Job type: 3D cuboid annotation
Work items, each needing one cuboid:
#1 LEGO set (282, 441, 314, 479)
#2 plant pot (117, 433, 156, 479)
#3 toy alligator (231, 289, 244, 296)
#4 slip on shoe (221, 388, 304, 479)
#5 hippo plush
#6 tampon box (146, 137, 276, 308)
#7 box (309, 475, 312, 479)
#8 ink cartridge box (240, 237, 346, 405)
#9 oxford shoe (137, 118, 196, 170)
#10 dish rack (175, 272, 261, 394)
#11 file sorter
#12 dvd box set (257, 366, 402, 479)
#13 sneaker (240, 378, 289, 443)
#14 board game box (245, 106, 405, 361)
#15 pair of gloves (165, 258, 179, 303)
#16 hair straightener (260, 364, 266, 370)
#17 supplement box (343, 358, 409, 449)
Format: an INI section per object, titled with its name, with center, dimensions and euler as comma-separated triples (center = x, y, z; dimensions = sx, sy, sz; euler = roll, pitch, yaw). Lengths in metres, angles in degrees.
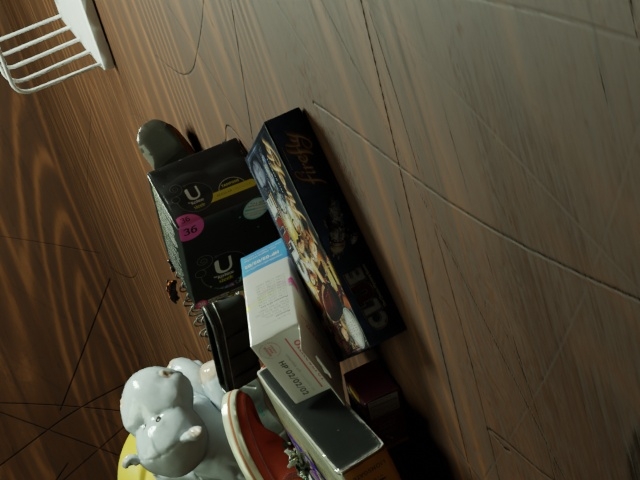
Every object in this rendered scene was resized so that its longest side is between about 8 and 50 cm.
[LEGO set]
center = -0.021, 0.241, 1.672
dimensions = 0.083, 0.023, 0.054
euler = -97, -18, -79
[plant pot]
center = -0.191, 0.422, 2.661
dimensions = 0.239, 0.254, 0.254
euler = 12, 126, 57
[toy alligator]
center = -0.108, 0.050, 2.069
dimensions = 0.051, 0.056, 0.189
euler = 25, 172, -13
[slip on shoe]
center = -0.025, 0.337, 2.070
dimensions = 0.331, 0.101, 0.123
euler = 55, -174, 12
[hippo plush]
center = -0.233, 0.318, 2.418
dimensions = 0.236, 0.234, 0.294
euler = 11, -125, -58
[tampon box]
center = -0.126, -0.020, 1.848
dimensions = 0.101, 0.120, 0.161
euler = 57, 165, 35
[box]
center = 0.068, 0.412, 1.967
dimensions = 0.324, 0.067, 0.063
euler = 63, 167, 11
[ink cartridge box]
center = -0.030, 0.097, 1.637
dimensions = 0.104, 0.061, 0.181
euler = 54, -164, -37
[oxford shoe]
center = -0.171, -0.072, 2.098
dimensions = 0.212, 0.076, 0.076
euler = 63, -164, 8
[dish rack]
center = -0.171, 0.078, 2.305
dimensions = 0.208, 0.074, 0.271
euler = 85, 158, -51
[file sorter]
center = -0.480, -0.381, 2.500
dimensions = 0.278, 0.173, 0.193
euler = 46, 157, 55
[dvd box set]
center = 0.079, 0.350, 1.704
dimensions = 0.420, 0.062, 0.307
euler = 64, 171, -20
[sneaker]
center = -0.087, 0.278, 2.395
dimensions = 0.061, 0.053, 0.152
euler = -34, -77, -87
[board game box]
center = 0.000, 0.000, 1.558
dimensions = 0.243, 0.042, 0.165
euler = 65, 167, 5
[pair of gloves]
center = -0.226, 0.054, 2.359
dimensions = 0.074, 0.010, 0.083
euler = 71, -160, -72
[hair straightener]
center = -0.019, 0.275, 2.105
dimensions = 0.089, 0.047, 0.230
euler = 39, 151, 63
[supplement box]
center = 0.060, 0.178, 1.633
dimensions = 0.055, 0.043, 0.083
euler = 52, 161, 48
